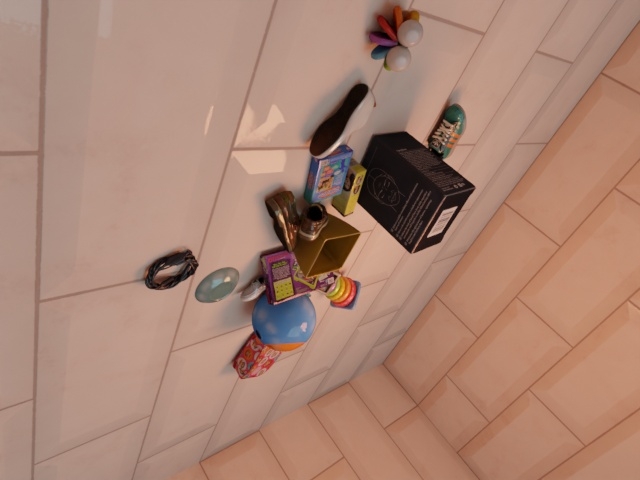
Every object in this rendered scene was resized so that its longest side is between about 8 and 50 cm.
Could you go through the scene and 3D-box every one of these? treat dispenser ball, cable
[{"bbox_3d":[-0.162,0.348,2.021,0.288,0.288,0.288,-30,149,-20],"label":"treat dispenser ball"},{"bbox_3d":[-0.506,0.107,1.533,0.184,0.047,0.151,-33,155,-22],"label":"cable"}]

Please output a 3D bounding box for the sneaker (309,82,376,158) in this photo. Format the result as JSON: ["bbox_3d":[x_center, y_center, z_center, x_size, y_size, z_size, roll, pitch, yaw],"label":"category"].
[{"bbox_3d":[0.087,-0.378,1.529,0.290,0.106,0.123,-48,148,7],"label":"sneaker"}]

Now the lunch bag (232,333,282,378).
[{"bbox_3d":[-0.291,0.585,2.359,0.258,0.120,0.293,6,125,-54],"label":"lunch bag"}]

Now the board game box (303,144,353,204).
[{"bbox_3d":[0.027,-0.246,1.697,0.160,0.047,0.210,-22,145,-32],"label":"board game box"}]

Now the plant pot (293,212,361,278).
[{"bbox_3d":[0.000,0.000,1.852,0.212,0.187,0.212,-11,139,-43],"label":"plant pot"}]

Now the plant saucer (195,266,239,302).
[{"bbox_3d":[-0.396,0.188,1.778,0.194,0.037,0.195,-30,148,-20],"label":"plant saucer"}]

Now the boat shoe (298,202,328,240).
[{"bbox_3d":[-0.014,-0.094,1.708,0.257,0.095,0.095,-75,-179,-61],"label":"boat shoe"}]

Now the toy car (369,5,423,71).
[{"bbox_3d":[0.216,-0.610,1.363,0.136,0.159,0.182,13,128,-16],"label":"toy car"}]

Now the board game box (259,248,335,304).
[{"bbox_3d":[-0.090,0.128,1.937,0.346,0.056,0.208,-14,103,-39],"label":"board game box"}]

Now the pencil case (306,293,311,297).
[{"bbox_3d":[-0.123,0.288,2.220,0.151,0.065,0.070,-33,166,-17],"label":"pencil case"}]

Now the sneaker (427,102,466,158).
[{"bbox_3d":[0.547,-0.455,1.991,0.121,0.108,0.302,-34,152,-23],"label":"sneaker"}]

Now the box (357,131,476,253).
[{"bbox_3d":[0.348,-0.198,1.795,0.211,0.395,0.294,-17,144,-39],"label":"box"}]

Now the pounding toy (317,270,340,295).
[{"bbox_3d":[-0.044,0.171,2.125,0.205,0.094,0.181,26,108,-21],"label":"pounding toy"}]

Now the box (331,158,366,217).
[{"bbox_3d":[0.111,-0.208,1.816,0.058,0.087,0.232,-25,146,-32],"label":"box"}]

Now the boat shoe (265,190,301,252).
[{"bbox_3d":[-0.117,-0.063,1.703,0.104,0.111,0.307,-34,151,-15],"label":"boat shoe"}]

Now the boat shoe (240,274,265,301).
[{"bbox_3d":[-0.264,0.188,1.918,0.184,0.066,0.063,-29,135,-19],"label":"boat shoe"}]

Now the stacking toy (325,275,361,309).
[{"bbox_3d":[0.054,0.230,2.300,0.301,0.175,0.166,32,68,-42],"label":"stacking toy"}]
